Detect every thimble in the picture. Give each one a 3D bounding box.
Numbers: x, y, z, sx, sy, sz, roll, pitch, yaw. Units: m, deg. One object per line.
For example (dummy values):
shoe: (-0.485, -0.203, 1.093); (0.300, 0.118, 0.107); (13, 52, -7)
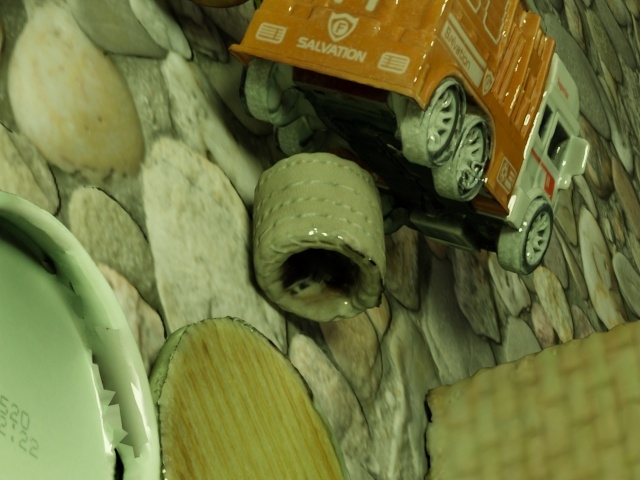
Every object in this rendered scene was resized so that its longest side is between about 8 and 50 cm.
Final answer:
thimble: (0.000, 0.000, 1.340); (0.115, 0.102, 0.090); (37, 37, -39)

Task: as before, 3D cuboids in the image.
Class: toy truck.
toy truck: (0.096, -0.126, 1.439); (0.207, 0.173, 0.387); (-68, 153, -11)

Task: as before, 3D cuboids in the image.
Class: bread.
bread: (-0.043, 0.174, 1.160); (0.267, 0.040, 0.267); (49, 29, -39)

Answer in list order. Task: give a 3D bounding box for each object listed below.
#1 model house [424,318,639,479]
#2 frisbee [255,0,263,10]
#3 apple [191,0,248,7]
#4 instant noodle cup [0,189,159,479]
model house: (0.330, 0.293, 1.432); (0.395, 0.400, 0.445); (46, 30, -36)
frisbee: (0.002, -0.176, 1.622); (0.236, 0.017, 0.236); (49, 28, -39)
apple: (-0.085, -0.251, 1.337); (0.131, 0.146, 0.146); (87, 1, -49)
instant noodle cup: (-0.194, 0.086, 0.653); (0.215, 0.236, 0.215); (51, 28, -40)
